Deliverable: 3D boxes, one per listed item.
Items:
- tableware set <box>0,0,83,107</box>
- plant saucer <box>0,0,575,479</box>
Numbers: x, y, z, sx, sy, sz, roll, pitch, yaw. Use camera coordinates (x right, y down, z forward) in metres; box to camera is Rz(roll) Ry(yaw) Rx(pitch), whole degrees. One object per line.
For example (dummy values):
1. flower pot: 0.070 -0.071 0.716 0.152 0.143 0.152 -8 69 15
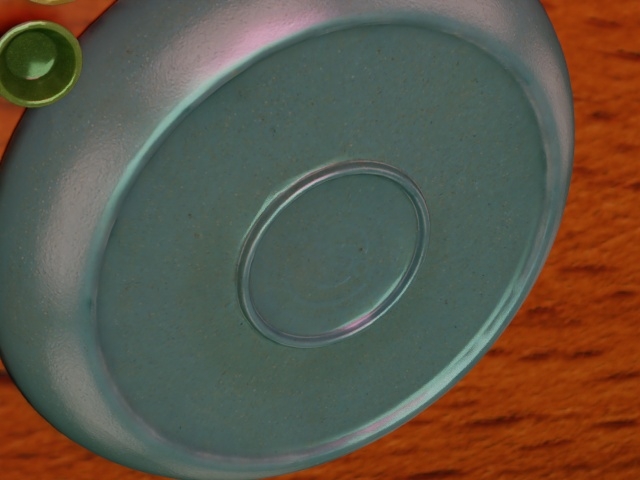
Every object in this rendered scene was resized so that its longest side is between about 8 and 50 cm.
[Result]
1. tableware set: -0.119 -0.121 0.471 0.104 0.024 0.154 3 118 -31
2. plant saucer: 0.000 0.000 0.620 0.317 0.044 0.318 -16 127 -22
